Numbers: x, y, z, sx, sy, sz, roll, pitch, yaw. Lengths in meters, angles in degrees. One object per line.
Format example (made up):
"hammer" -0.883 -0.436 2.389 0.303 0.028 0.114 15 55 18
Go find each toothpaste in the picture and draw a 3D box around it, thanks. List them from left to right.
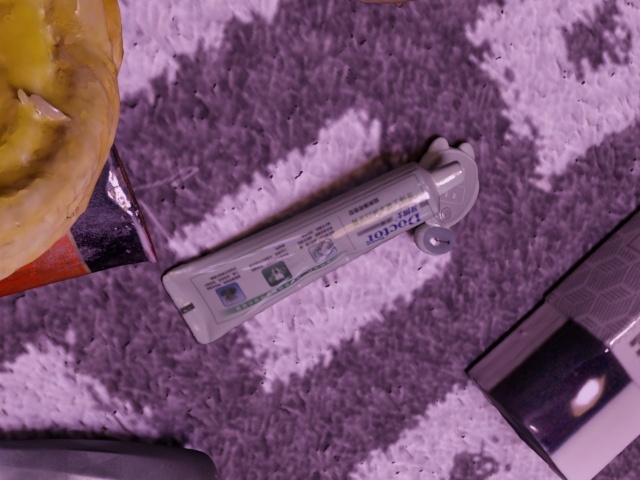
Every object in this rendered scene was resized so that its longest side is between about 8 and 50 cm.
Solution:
"toothpaste" 0.000 0.000 0.936 0.218 0.041 0.064 -27 118 2

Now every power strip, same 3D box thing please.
"power strip" 0.084 -0.031 0.977 0.055 0.035 0.083 9 94 -27

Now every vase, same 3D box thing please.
"vase" -0.180 0.163 0.910 0.214 0.086 0.086 16 103 -24

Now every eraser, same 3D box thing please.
"eraser" 0.301 0.012 1.049 0.404 0.096 0.098 -42 122 -3

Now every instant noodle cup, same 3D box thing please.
"instant noodle cup" -0.180 -0.020 0.816 0.135 0.127 0.127 -22 118 -5

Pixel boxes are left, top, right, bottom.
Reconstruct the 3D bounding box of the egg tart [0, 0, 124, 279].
"egg tart" -0.262 -0.119 0.677 0.345 0.132 0.345 18 60 -36

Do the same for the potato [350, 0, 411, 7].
"potato" 0.055 -0.275 0.817 0.239 0.116 0.299 -15 115 -13
